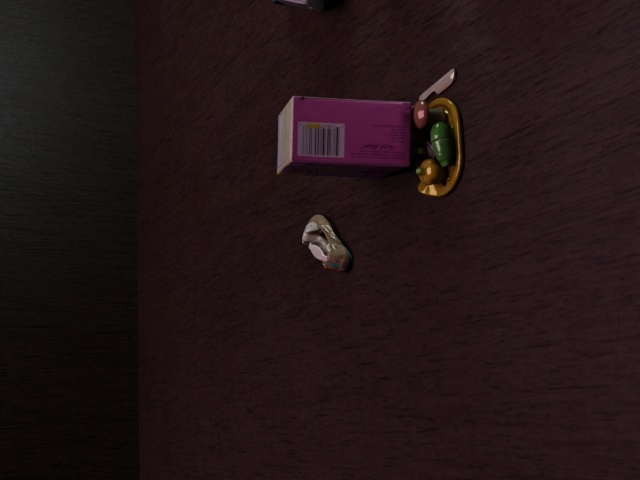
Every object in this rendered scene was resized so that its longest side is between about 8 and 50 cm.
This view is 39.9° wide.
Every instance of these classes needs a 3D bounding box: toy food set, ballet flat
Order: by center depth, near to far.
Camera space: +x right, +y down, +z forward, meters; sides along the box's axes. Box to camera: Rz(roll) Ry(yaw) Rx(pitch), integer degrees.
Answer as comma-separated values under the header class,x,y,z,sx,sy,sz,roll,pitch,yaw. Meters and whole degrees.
class,x,y,z,sx,sy,sz,roll,pitch,yaw
toy food set,0.187,-0.188,1.571,0.128,0.071,0.218,-22,68,61
ballet flat,0.000,0.000,1.924,0.206,0.067,0.073,48,130,54

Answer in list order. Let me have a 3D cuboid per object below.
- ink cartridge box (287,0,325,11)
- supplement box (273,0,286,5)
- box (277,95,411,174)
class,x,y,z,sx,sy,sz,roll,pitch,yaw
ink cartridge box,-0.037,-0.629,1.946,0.160,0.092,0.219,-26,-55,-74
supplement box,-0.076,-0.626,2.139,0.083,0.056,0.083,-21,69,61
box,0.036,-0.187,1.642,0.243,0.213,0.117,179,92,-81
